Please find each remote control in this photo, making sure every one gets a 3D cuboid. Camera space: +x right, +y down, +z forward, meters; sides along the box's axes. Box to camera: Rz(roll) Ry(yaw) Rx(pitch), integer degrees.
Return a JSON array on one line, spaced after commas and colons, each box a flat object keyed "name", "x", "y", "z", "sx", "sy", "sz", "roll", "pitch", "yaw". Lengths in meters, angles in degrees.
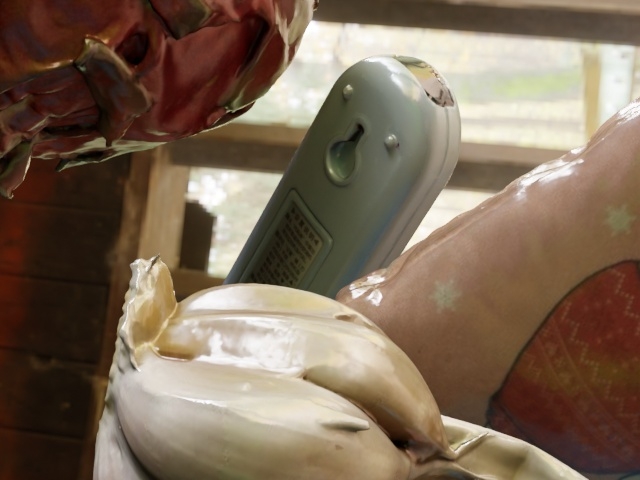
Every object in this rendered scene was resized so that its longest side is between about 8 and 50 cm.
[{"name": "remote control", "x": 0.000, "y": 0.000, "z": 0.737, "sx": 0.047, "sy": 0.087, "sz": 0.244, "roll": 0, "pitch": -48, "yaw": -40}]

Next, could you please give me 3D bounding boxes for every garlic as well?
[{"name": "garlic", "x": 0.004, "y": 0.092, "z": 0.479, "sx": 0.127, "sy": 0.194, "sz": 0.131, "roll": -82, "pitch": 15, "yaw": -48}]

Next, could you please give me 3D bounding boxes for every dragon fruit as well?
[{"name": "dragon fruit", "x": -0.122, "y": -0.159, "z": 0.682, "sx": 0.299, "sy": 0.244, "sz": 0.244, "roll": -43, "pitch": -32, "yaw": -25}]

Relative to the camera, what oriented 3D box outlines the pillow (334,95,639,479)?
[{"name": "pillow", "x": 0.133, "y": 0.067, "z": 0.565, "sx": 0.236, "sy": 0.223, "sz": 0.084, "roll": 55, "pitch": -164, "yaw": -14}]
